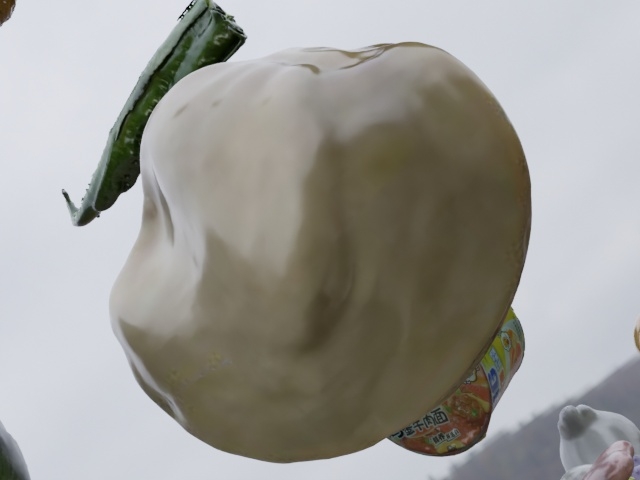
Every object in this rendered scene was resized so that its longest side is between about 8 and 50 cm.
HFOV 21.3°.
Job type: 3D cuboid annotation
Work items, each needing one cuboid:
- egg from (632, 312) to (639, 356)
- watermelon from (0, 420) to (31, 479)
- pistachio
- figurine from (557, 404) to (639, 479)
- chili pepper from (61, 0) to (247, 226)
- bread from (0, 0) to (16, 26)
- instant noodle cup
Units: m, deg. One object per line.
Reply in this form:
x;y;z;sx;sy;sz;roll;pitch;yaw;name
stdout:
0.368;0.102;1.762;0.080;0.096;0.080;-6;-65;-13;egg
-0.450;0.255;1.597;0.363;0.363;0.363;-33;-18;-12;watermelon
-0.007;0.002;1.522;0.445;0.365;0.281;-49;-9;27;pistachio
0.312;0.259;1.775;0.154;0.193;0.421;-36;-4;16;figurine
-0.215;-0.141;2.035;0.359;0.085;0.076;-49;-15;26;chili pepper
-0.493;-0.363;2.499;0.105;0.233;0.076;4;-31;10;bread
0.148;0.146;2.090;0.205;0.205;0.153;-50;-7;37;instant noodle cup
